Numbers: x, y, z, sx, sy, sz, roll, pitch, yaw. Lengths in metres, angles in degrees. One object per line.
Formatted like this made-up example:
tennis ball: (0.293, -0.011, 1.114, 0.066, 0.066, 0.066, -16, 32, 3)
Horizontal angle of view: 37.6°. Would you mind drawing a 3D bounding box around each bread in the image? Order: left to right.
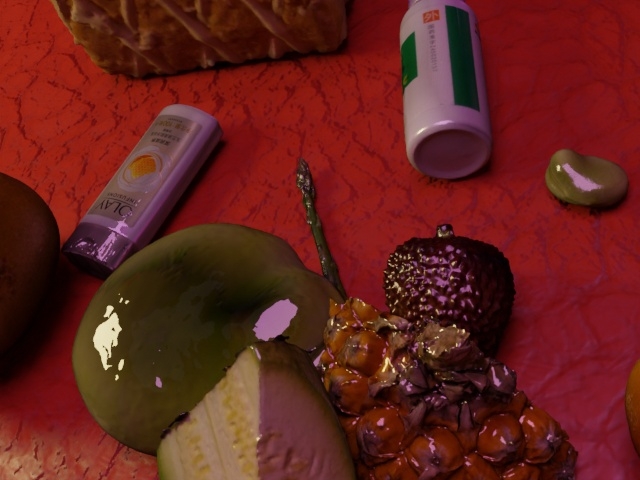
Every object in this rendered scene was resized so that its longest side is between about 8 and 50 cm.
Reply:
bread: (-0.159, -0.418, 1.141, 0.371, 0.390, 0.279, -6, 58, 16)

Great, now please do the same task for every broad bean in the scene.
broad bean: (-0.104, 0.092, 0.906, 0.291, 0.119, 0.238, -6, 63, 18)
broad bean: (0.266, -0.061, 0.943, 0.083, 0.045, 0.063, 22, 52, 22)

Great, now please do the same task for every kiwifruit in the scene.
kiwifruit: (-0.387, 0.038, 0.997, 0.196, 0.196, 0.234, 5, 56, 22)

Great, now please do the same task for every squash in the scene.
squash: (-0.013, 0.243, 0.717, 0.111, 0.203, 0.288, 0, 56, -39)

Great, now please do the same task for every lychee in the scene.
lychee: (0.118, 0.051, 0.862, 0.123, 0.123, 0.129, 2, 64, 20)

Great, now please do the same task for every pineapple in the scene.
pineapple: (0.090, 0.147, 0.740, 0.250, 0.164, 0.139, 35, 73, 1)

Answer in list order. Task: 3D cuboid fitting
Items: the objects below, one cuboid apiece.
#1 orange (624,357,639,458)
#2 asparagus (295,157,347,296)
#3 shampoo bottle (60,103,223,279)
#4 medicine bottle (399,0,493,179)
orange: (0.316, 0.127, 0.724, 0.159, 0.136, 0.159, -11, 53, 15)
asparagus: (0.000, 0.000, 1.001, 0.023, 0.022, 0.232, -51, 40, 38)
shampoo bottle: (-0.204, -0.059, 1.091, 0.086, 0.056, 0.227, 16, 61, 29)
medicine bottle: (0.137, -0.193, 1.051, 0.095, 0.095, 0.260, -7, 53, 14)
